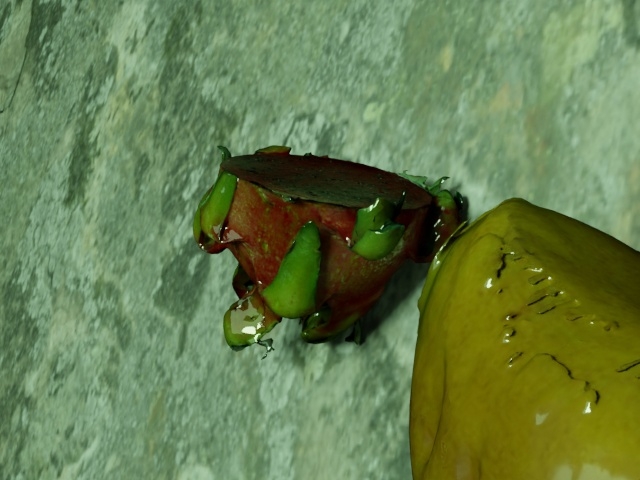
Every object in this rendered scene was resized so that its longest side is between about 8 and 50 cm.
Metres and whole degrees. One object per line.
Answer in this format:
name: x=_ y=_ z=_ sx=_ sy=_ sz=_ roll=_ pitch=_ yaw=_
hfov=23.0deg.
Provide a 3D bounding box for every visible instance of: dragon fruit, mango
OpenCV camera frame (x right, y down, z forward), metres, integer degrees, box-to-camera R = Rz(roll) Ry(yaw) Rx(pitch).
dragon fruit: x=0.000 y=0.000 z=0.842 sx=0.142 sy=0.138 sz=0.175 roll=-71 pitch=-2 yaw=-49
mango: x=0.108 y=0.083 z=0.558 sx=0.156 sy=0.151 sz=0.249 roll=89 pitch=167 yaw=-46
